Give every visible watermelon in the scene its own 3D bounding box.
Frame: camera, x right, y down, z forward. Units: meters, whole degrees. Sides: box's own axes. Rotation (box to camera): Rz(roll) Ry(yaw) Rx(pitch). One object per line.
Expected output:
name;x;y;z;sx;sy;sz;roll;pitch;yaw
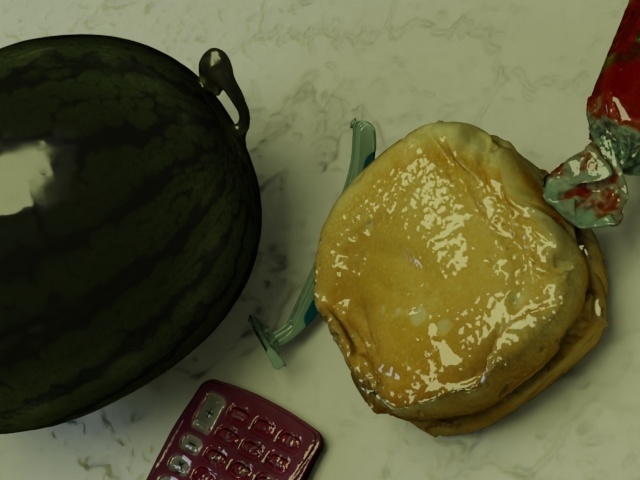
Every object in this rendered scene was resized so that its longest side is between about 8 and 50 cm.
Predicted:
watermelon;-0.196;-0.011;1.327;0.359;0.279;0.279;-28;58;13

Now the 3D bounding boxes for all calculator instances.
calculator;-0.083;0.203;1.323;0.126;0.034;0.190;23;77;36

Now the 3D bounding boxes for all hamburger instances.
hamburger;0.094;0.025;1.246;0.213;0.108;0.214;-13;63;27

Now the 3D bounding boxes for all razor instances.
razor;0.003;0.002;1.325;0.191;0.037;0.068;-65;22;12

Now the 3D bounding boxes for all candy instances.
candy;0.240;-0.130;1.233;0.086;0.059;0.292;23;70;13
